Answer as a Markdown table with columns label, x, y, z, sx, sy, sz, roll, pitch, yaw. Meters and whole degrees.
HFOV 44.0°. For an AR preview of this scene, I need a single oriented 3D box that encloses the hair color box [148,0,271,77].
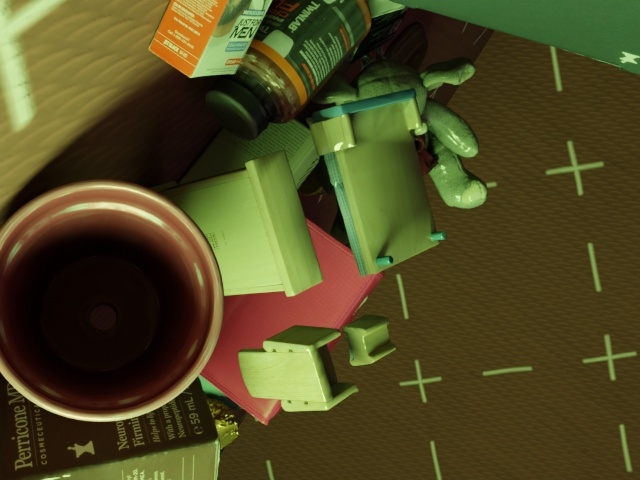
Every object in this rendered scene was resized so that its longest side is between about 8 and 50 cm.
| label | x | y | z | sx | sy | sz | roll | pitch | yaw |
| --- | --- | --- | --- | --- | --- | --- | --- | --- | --- |
| hair color box | -0.077 | -0.230 | 0.702 | 0.167 | 0.053 | 0.093 | -60 | 170 | 22 |

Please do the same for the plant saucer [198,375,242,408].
| label | x | y | z | sx | sy | sz | roll | pitch | yaw |
| --- | --- | --- | --- | --- | --- | --- | --- | --- | --- |
| plant saucer | -0.107 | 0.161 | 1.468 | 0.317 | 0.043 | 0.318 | -14 | 109 | -50 |

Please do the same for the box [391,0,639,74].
| label | x | y | z | sx | sy | sz | roll | pitch | yaw |
| --- | --- | --- | --- | --- | --- | --- | --- | --- | --- |
| box | 0.256 | -0.406 | 0.748 | 0.212 | 0.293 | 0.396 | 50 | 62 | -74 |

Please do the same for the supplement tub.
| label | x | y | z | sx | sy | sz | roll | pitch | yaw |
| --- | --- | --- | --- | --- | --- | --- | --- | --- | --- |
| supplement tub | -0.037 | -0.201 | 0.861 | 0.198 | 0.106 | 0.106 | -52 | 171 | -22 |

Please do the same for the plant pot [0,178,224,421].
| label | x | y | z | sx | sy | sz | roll | pitch | yaw |
| --- | --- | --- | --- | --- | --- | --- | --- | --- | --- |
| plant pot | -0.201 | 0.061 | 0.731 | 0.201 | 0.201 | 0.180 | -53 | -172 | -18 |

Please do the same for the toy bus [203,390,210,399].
| label | x | y | z | sx | sy | sz | roll | pitch | yaw |
| --- | --- | --- | --- | --- | --- | --- | --- | --- | --- |
| toy bus | -0.228 | 0.269 | 1.585 | 0.211 | 0.149 | 0.220 | -42 | 179 | 34 |

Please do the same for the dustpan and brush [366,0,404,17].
| label | x | y | z | sx | sy | sz | roll | pitch | yaw |
| --- | --- | --- | --- | --- | --- | --- | --- | --- | --- |
| dustpan and brush | 0.077 | -0.355 | 0.979 | 0.060 | 0.147 | 0.211 | 18 | 74 | -45 |

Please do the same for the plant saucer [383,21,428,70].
| label | x | y | z | sx | sy | sz | roll | pitch | yaw |
| --- | --- | --- | --- | --- | --- | --- | --- | --- | --- |
| plant saucer | 0.143 | -0.321 | 1.646 | 0.278 | 0.041 | 0.278 | -54 | 173 | -10 |

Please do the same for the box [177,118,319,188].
| label | x | y | z | sx | sy | sz | roll | pitch | yaw |
| --- | --- | --- | --- | --- | --- | --- | --- | --- | --- |
| box | -0.121 | -0.042 | 0.999 | 0.275 | 0.113 | 0.094 | -52 | 173 | -12 |

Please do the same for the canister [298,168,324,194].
| label | x | y | z | sx | sy | sz | roll | pitch | yaw |
| --- | --- | --- | --- | --- | --- | --- | --- | --- | --- |
| canister | 0.004 | -0.142 | 1.446 | 0.126 | 0.073 | 0.170 | -56 | 173 | 7 |

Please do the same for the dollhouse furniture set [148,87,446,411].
| label | x | y | z | sx | sy | sz | roll | pitch | yaw |
| --- | --- | --- | --- | --- | --- | --- | --- | --- | --- |
| dollhouse furniture set | 0.000 | 0.000 | 0.925 | 0.198 | 0.287 | 0.303 | -8 | -169 | 46 |

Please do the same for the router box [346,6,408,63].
| label | x | y | z | sx | sy | sz | roll | pitch | yaw |
| --- | --- | --- | --- | --- | --- | --- | --- | --- | --- |
| router box | 0.090 | -0.352 | 1.195 | 0.179 | 0.046 | 0.133 | -43 | 166 | -54 |

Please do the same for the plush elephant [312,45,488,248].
| label | x | y | z | sx | sy | sz | roll | pitch | yaw |
| --- | --- | --- | --- | --- | --- | --- | --- | --- | --- |
| plush elephant | 0.110 | -0.170 | 1.219 | 0.271 | 0.330 | 0.255 | -12 | 178 | 5 |

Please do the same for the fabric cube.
| label | x | y | z | sx | sy | sz | roll | pitch | yaw |
| --- | --- | --- | --- | --- | --- | --- | --- | --- | --- |
| fabric cube | -0.082 | 0.079 | 1.174 | 0.258 | 0.259 | 0.254 | -55 | 173 | -1 |

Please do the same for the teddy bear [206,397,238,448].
| label | x | y | z | sx | sy | sz | roll | pitch | yaw |
| --- | --- | --- | --- | --- | --- | --- | --- | --- | --- |
| teddy bear | -0.309 | 0.358 | 1.352 | 0.338 | 0.113 | 0.245 | -32 | 156 | -1 |

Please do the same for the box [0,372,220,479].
| label | x | y | z | sx | sy | sz | roll | pitch | yaw |
| --- | --- | --- | --- | --- | --- | --- | --- | --- | --- |
| box | -0.225 | 0.224 | 0.828 | 0.203 | 0.168 | 0.167 | -6 | 127 | -22 |
